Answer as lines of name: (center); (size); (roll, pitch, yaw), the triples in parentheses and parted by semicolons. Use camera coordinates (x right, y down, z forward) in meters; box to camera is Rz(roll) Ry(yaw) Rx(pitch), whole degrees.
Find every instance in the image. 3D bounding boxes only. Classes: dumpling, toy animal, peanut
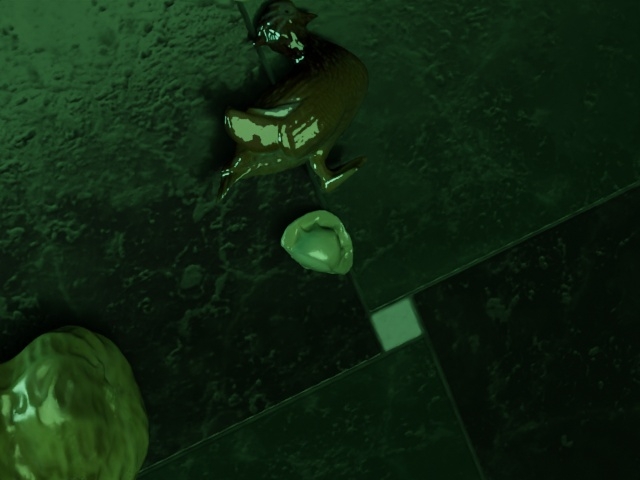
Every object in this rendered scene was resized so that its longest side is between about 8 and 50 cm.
dumpling: (0.000, 0.000, 1.925); (0.077, 0.043, 0.059); (20, 84, -5)
toy animal: (-0.041, -0.121, 1.857); (0.188, 0.089, 0.179); (-33, 96, -4)
peanut: (-0.277, 0.188, 1.863); (0.233, 0.110, 0.197); (-16, 116, -11)
